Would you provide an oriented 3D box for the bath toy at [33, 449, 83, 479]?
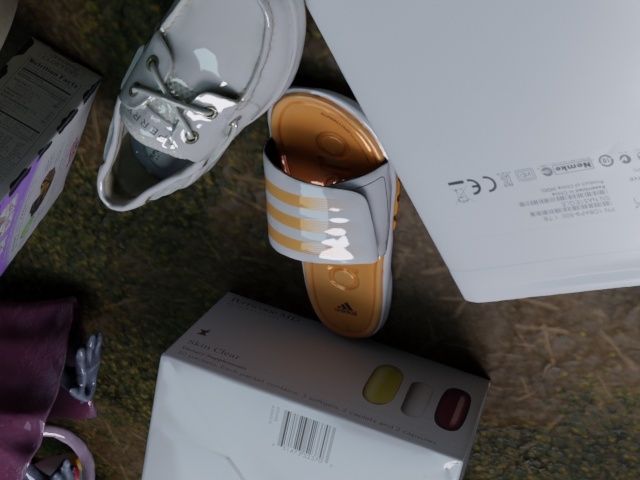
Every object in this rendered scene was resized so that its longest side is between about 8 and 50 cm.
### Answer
[{"bbox_3d":[-0.405,0.214,1.219,0.348,0.129,0.151,41,134,-11],"label":"bath toy"}]

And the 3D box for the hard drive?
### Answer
[{"bbox_3d":[0.131,-0.110,0.674,0.233,0.047,0.353,-9,127,35],"label":"hard drive"}]

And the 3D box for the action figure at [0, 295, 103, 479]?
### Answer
[{"bbox_3d":[-0.408,0.132,1.084,0.370,0.248,0.276,11,143,9],"label":"action figure"}]

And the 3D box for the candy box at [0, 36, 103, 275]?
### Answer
[{"bbox_3d":[-0.266,-0.041,0.842,0.070,0.196,0.165,29,138,-5],"label":"candy box"}]

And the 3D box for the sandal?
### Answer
[{"bbox_3d":[0.010,0.002,0.825,0.102,0.076,0.265,9,134,21],"label":"sandal"}]

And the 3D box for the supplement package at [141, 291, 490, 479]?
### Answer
[{"bbox_3d":[-0.008,0.196,0.927,0.261,0.145,0.204,17,113,12],"label":"supplement package"}]

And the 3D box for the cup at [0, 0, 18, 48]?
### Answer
[{"bbox_3d":[-0.351,-0.179,0.703,0.331,0.331,0.237,-19,140,39],"label":"cup"}]

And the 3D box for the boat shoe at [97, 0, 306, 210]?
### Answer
[{"bbox_3d":[-0.096,-0.098,0.747,0.098,0.096,0.277,41,143,2],"label":"boat shoe"}]
